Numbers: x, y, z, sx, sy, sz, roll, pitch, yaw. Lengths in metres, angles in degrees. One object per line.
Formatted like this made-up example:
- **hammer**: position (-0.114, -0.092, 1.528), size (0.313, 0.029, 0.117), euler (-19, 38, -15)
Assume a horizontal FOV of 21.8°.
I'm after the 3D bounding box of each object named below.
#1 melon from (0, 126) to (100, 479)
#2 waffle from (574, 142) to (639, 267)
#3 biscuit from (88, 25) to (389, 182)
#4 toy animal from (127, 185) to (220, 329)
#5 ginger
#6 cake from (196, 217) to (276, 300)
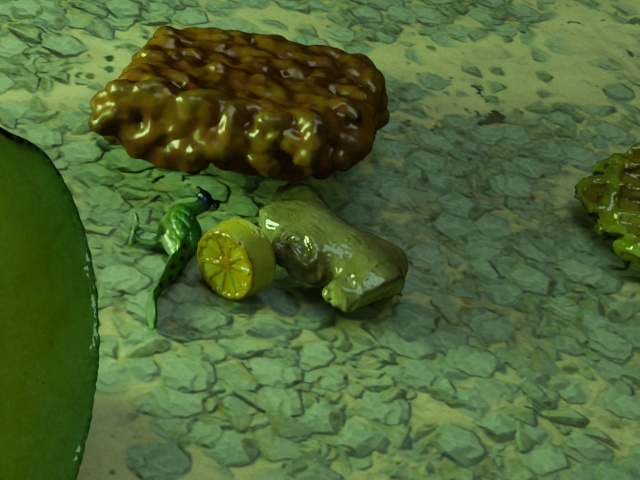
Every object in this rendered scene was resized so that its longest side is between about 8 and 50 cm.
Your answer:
- **melon**: position (-0.321, 0.071, 1.340), size (0.331, 0.226, 0.343), euler (14, 55, 21)
- **waffle**: position (0.465, -0.024, 1.958), size (0.325, 0.068, 0.302), euler (-13, 43, -36)
- **biscuit**: position (-0.084, -0.153, 1.870), size (0.318, 0.110, 0.312), euler (12, 21, 3)
- **toy animal**: position (-0.169, 0.011, 1.714), size (0.075, 0.041, 0.217), euler (19, 39, 4)
- **ginger**: position (-0.002, 0.001, 1.754), size (0.137, 0.074, 0.213), euler (-1, 38, -49)
- **cake**: position (-0.085, 0.019, 1.694), size (0.084, 0.084, 0.044), euler (32, 41, 24)
